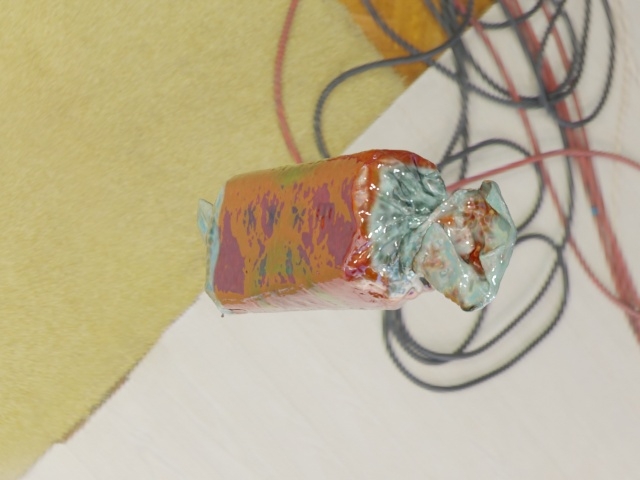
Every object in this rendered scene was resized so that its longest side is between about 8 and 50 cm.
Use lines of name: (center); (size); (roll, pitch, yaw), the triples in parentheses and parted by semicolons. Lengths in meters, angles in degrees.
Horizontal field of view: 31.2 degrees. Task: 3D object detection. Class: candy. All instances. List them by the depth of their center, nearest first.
candy: (-0.001, -0.001, 0.611); (0.059, 0.292, 0.086); (4, 85, -34)
